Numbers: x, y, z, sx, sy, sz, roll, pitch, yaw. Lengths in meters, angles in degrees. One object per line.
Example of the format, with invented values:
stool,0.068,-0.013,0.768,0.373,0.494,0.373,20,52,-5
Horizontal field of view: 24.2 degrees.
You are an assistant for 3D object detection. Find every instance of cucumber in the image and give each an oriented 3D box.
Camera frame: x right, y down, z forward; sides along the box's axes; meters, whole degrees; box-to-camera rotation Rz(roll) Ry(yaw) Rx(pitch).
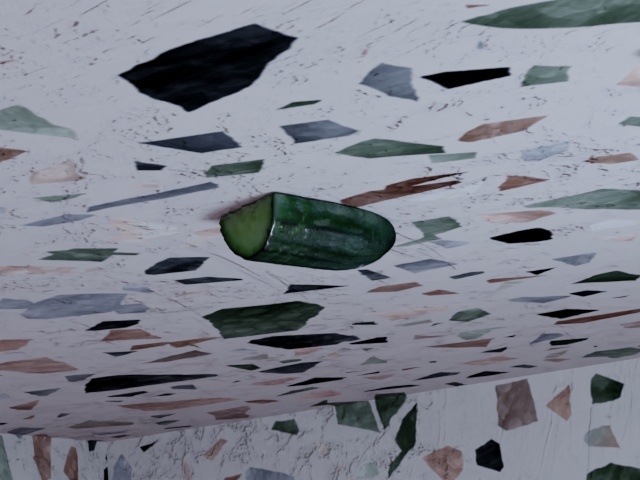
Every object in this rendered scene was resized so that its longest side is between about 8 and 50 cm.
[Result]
cucumber,0.000,0.000,1.695,0.115,0.063,0.244,-17,164,42
